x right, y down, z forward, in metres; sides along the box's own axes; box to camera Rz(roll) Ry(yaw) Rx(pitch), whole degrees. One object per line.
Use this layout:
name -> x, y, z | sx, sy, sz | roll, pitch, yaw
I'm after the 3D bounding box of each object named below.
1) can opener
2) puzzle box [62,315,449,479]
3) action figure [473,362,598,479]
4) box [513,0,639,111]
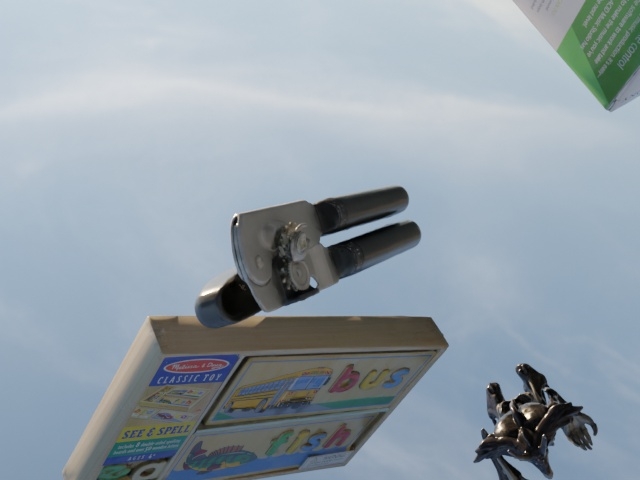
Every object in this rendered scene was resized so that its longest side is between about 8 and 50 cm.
can opener -> 0.000, 0.000, 0.636 | 0.280, 0.093, 0.074 | -19, -89, -56
puzzle box -> -0.063, 0.196, 0.897 | 0.409, 0.272, 0.052 | 4, -140, -39
action figure -> 0.304, 0.274, 1.072 | 0.141, 0.164, 0.276 | 54, -168, -1
box -> 0.192, -0.291, 0.588 | 0.058, 0.232, 0.322 | -26, -109, -17
